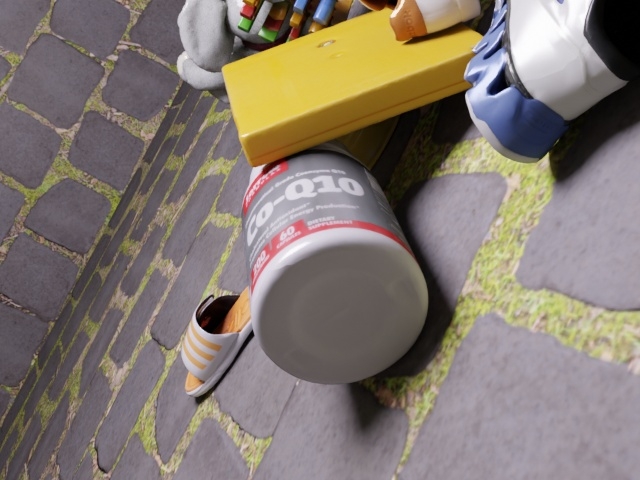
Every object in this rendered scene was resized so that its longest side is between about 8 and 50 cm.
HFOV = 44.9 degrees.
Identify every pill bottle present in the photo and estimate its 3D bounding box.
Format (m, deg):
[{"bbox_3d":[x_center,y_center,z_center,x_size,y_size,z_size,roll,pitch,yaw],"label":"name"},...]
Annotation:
[{"bbox_3d":[0.000,0.000,0.798,0.161,0.161,0.283,-53,24,19],"label":"pill bottle"}]

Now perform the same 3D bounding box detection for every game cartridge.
[{"bbox_3d":[0.028,-0.201,0.929,0.285,0.053,0.324,-20,28,0],"label":"game cartridge"}]

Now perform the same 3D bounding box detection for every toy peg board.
[{"bbox_3d":[-0.046,-0.327,1.101,0.160,0.161,0.079,155,139,-86],"label":"toy peg board"}]

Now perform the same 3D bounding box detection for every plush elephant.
[{"bbox_3d":[-0.105,-0.355,1.298,0.330,0.271,0.256,-119,18,-48],"label":"plush elephant"}]

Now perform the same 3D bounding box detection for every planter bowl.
[{"bbox_3d":[0.015,-0.161,1.058,0.217,0.090,0.217,-47,27,32],"label":"planter bowl"}]

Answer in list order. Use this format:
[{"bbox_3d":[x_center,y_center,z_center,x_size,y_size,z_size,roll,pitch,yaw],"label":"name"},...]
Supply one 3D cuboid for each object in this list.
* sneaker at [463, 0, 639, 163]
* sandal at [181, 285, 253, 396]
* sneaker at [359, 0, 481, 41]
[{"bbox_3d":[0.230,-0.229,0.649,0.182,0.127,0.316,-27,46,49],"label":"sneaker"},{"bbox_3d":[-0.136,0.104,1.087,0.265,0.076,0.102,-52,23,21],"label":"sandal"},{"bbox_3d":[0.081,-0.353,0.905,0.123,0.106,0.290,-23,57,11],"label":"sneaker"}]
